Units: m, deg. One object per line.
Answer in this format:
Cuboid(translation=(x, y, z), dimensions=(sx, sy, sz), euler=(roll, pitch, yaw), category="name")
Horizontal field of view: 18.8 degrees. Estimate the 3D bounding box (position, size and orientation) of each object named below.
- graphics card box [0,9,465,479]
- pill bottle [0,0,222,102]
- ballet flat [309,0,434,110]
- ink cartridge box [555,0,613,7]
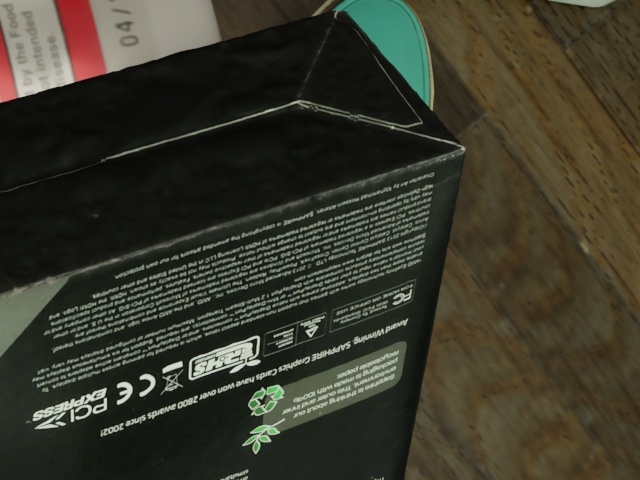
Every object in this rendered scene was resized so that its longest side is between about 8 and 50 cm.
Cuboid(translation=(-0.085, 0.105, 0.737), dimensions=(0.232, 0.371, 0.094), euler=(-18, 50, -23), category="graphics card box")
Cuboid(translation=(-0.255, -0.023, 0.748), dimensions=(0.407, 0.229, 0.229), euler=(-12, 85, -24), category="pill bottle")
Cuboid(translation=(0.000, 0.000, 0.930), dimensions=(0.086, 0.086, 0.248), euler=(16, 69, -18), category="ballet flat")
Cuboid(translation=(0.013, -0.226, 0.986), dimensions=(0.332, 0.065, 0.165), euler=(6, 79, -20), category="ink cartridge box")
